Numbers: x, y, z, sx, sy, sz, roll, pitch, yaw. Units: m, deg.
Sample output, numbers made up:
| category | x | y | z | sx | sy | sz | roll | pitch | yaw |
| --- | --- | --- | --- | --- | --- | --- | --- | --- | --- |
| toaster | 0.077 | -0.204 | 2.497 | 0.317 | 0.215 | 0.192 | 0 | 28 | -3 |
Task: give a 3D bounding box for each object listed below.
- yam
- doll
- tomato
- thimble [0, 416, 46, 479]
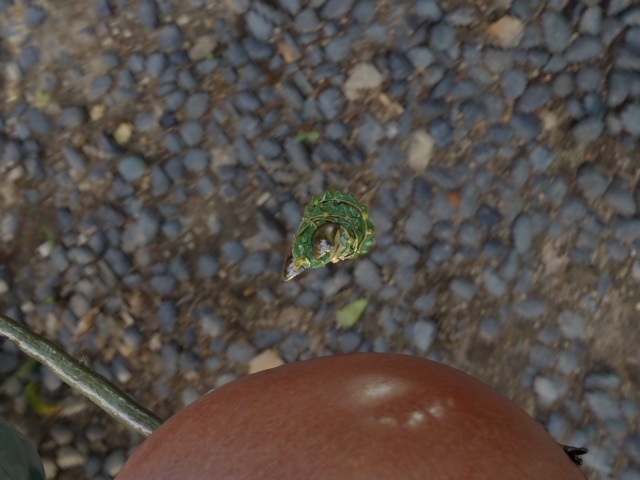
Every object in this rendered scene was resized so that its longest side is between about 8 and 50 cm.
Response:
| category | x | y | z | sx | sy | sz | roll | pitch | yaw |
| --- | --- | --- | --- | --- | --- | --- | --- | --- | --- |
| yam | -0.235 | 0.114 | 1.420 | 0.234 | 0.027 | 0.029 | 33 | 110 | 9 |
| doll | -0.004 | -0.010 | 1.567 | 0.078 | 0.113 | 0.076 | -36 | 78 | 38 |
| tomato | 0.015 | 0.243 | 0.922 | 0.341 | 0.273 | 0.341 | 15 | 109 | 47 |
| thimble | -0.225 | 0.170 | 0.703 | 0.198 | 0.235 | 0.143 | -51 | 44 | 30 |
